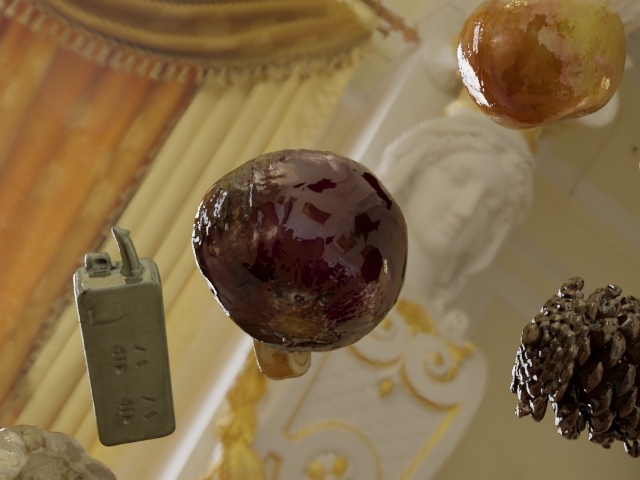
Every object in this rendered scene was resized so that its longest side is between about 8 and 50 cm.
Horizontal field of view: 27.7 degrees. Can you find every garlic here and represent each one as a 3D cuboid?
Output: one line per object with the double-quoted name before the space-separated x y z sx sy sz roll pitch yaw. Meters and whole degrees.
"garlic" -0.340 0.335 1.557 0.227 0.228 0.152 33 -55 -7

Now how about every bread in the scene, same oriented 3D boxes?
"bread" -0.059 0.147 2.073 0.073 0.149 0.122 -10 1 22

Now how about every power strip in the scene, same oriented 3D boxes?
"power strip" -0.215 0.106 1.427 0.093 0.053 0.288 -8 -51 -9

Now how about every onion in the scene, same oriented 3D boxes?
"onion" 0.000 0.000 1.897 0.260 0.282 0.336 -27 -53 33

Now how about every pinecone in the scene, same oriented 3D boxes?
"pinecone" 0.387 0.176 1.794 0.272 0.224 0.224 22 -20 -19

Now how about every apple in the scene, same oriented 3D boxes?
"apple" 0.377 -0.311 2.208 0.286 0.286 0.233 -4 -83 52
